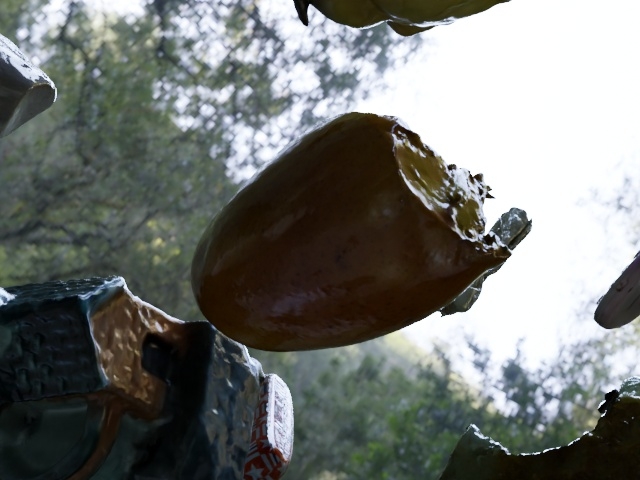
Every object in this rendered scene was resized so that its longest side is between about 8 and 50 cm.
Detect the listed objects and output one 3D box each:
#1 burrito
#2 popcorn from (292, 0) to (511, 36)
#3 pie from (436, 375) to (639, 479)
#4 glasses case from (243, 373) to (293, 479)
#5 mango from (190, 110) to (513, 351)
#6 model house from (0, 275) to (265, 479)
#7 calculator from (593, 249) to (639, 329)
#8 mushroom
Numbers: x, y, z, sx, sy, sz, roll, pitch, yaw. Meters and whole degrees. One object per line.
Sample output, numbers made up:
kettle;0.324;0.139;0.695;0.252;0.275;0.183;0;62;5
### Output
burrito;0.189;0.026;1.328;0.041;0.185;0.045;37;-34;7
popcorn;0.059;-0.320;1.120;0.316;0.281;0.297;24;-21;43
pie;0.188;0.214;0.737;0.302;0.302;0.067;6;-36;33
glasses case;-0.060;0.191;1.111;0.073;0.194;0.049;-38;-77;9
mango;0.000;0.000;0.750;0.126;0.154;0.252;39;-34;-25
model house;-0.222;0.112;0.830;0.253;0.184;0.291;-7;-34;28
calculator;0.278;0.035;0.998;0.024;0.166;0.103;42;-72;21
mushroom;-0.289;-0.121;0.808;0.212;0.097;0.088;14;-56;-34
